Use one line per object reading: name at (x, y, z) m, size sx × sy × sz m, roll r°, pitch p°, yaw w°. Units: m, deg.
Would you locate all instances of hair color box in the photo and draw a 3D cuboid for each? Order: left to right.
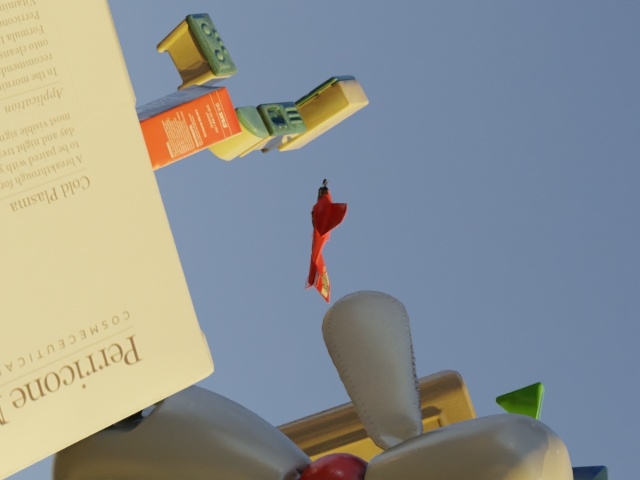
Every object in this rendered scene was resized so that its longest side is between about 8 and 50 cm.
hair color box at (-0.172, -0.099, 1.541) m, size 0.093 × 0.167 × 0.053 m, roll 16°, pitch -51°, yaw 64°

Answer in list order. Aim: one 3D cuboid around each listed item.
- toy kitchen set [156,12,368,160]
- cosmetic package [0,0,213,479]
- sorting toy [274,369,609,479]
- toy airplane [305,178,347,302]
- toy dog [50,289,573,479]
toy kitchen set at (-0.069, -0.203, 1.915) m, size 0.122 × 0.207 × 0.166 m, roll -31°, pitch -97°, yaw 29°
cosmetic package at (-0.233, -0.022, 0.481) m, size 0.097 × 0.377 × 0.284 m, roll -6°, pitch -77°, yaw 49°
sorting toy at (0.053, 0.219, 1.230) m, size 0.047 × 0.347 × 0.196 m, roll 44°, pitch 28°, yaw -75°
toy airplane at (0.000, 0.000, 1.908) m, size 0.151 × 0.028 × 0.151 m, roll -176°, pitch -90°, yaw -76°
toy dog at (-0.017, 0.132, 0.873) m, size 0.333 × 0.161 × 0.220 m, roll 20°, pitch -75°, yaw 24°
